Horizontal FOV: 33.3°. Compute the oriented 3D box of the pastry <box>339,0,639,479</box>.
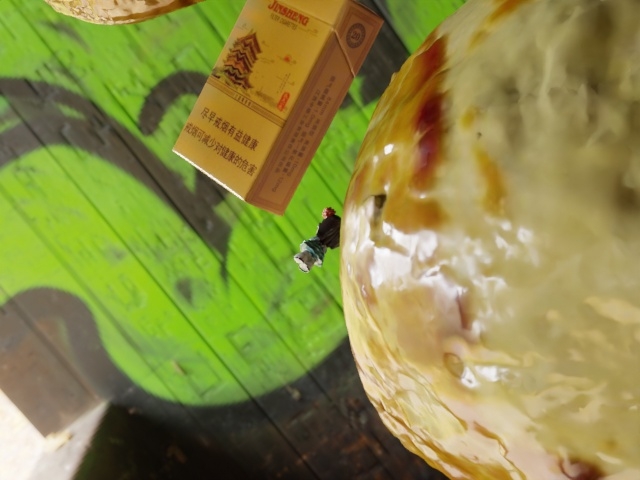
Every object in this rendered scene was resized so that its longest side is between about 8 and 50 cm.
[{"bbox_3d":[0.173,0.003,0.676,0.313,0.388,0.388,1,23,7],"label":"pastry"}]

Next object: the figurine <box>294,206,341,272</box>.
[{"bbox_3d":[0.000,0.000,1.650,0.106,0.060,0.047,-47,4,-24],"label":"figurine"}]

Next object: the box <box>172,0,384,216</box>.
[{"bbox_3d":[-0.057,-0.190,1.334,0.174,0.076,0.274,34,100,42],"label":"box"}]

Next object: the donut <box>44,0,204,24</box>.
[{"bbox_3d":[-0.199,-0.433,1.319,0.449,0.198,0.448,-12,43,12],"label":"donut"}]
